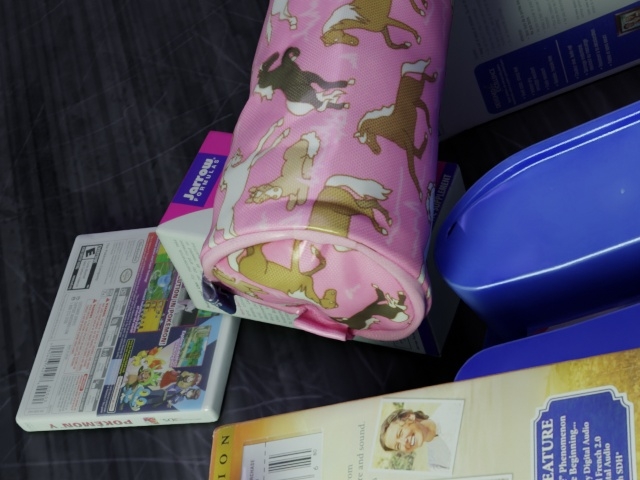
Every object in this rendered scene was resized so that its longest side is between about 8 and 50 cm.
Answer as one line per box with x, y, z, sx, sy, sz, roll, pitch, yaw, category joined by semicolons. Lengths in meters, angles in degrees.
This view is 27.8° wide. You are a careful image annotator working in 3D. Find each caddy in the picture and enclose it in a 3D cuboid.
0.238;0.045;0.839;0.341;0.179;0.241;-22;55;30;caddy

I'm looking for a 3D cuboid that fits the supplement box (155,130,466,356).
0.000;0.000;1.023;0.220;0.114;0.111;8;56;24;supplement box

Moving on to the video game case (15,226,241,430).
-0.154;0.070;1.113;0.183;0.023;0.201;-6;49;21;video game case

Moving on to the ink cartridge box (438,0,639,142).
0.209;-0.204;1.076;0.332;0.165;0.065;-21;49;6;ink cartridge box

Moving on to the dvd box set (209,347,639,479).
0.105;0.222;0.690;0.420;0.062;0.308;-16;58;33;dvd box set

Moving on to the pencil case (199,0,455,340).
0.022;-0.127;0.905;0.167;0.160;0.386;-16;56;43;pencil case
